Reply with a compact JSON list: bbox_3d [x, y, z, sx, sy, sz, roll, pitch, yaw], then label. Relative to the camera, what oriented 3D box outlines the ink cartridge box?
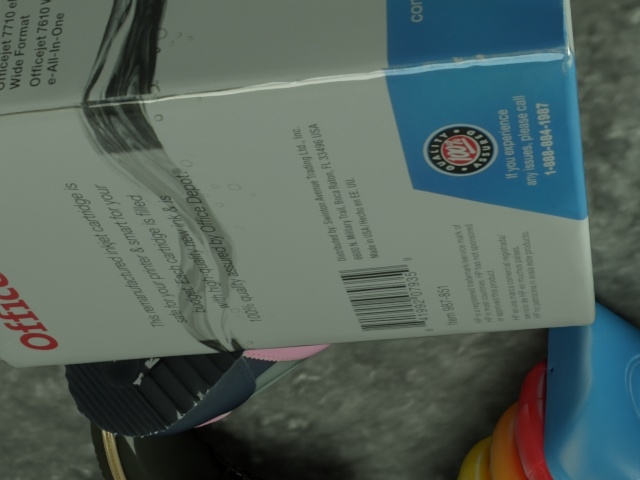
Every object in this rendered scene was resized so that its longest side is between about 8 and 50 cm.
[{"bbox_3d":[-0.036,-0.051,0.686,0.307,0.129,0.223,-5,149,10],"label":"ink cartridge box"}]

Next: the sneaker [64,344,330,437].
[{"bbox_3d":[0.000,0.000,0.865,0.319,0.131,0.112,-33,78,4],"label":"sneaker"}]

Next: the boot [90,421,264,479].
[{"bbox_3d":[-0.046,0.160,0.947,0.137,0.077,0.198,-6,133,33],"label":"boot"}]

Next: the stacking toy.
[{"bbox_3d":[0.123,0.195,0.934,0.165,0.175,0.302,35,124,-15],"label":"stacking toy"}]
